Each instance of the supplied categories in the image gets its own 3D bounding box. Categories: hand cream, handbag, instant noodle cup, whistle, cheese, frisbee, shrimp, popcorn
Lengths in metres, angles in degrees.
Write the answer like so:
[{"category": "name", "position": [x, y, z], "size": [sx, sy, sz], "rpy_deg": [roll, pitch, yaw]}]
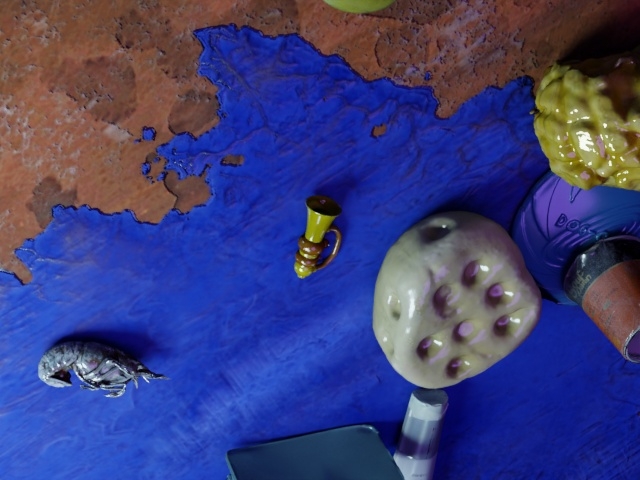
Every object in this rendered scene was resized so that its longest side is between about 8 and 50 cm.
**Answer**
[{"category": "hand cream", "position": [0.130, 0.319, 1.995], "size": [0.079, 0.048, 0.255], "rpy_deg": [2, 122, -16]}, {"category": "handbag", "position": [-0.007, 0.318, 1.879], "size": [0.221, 0.144, 0.057], "rpy_deg": [-6, 123, -19]}, {"category": "instant noodle cup", "position": [0.400, 0.081, 1.852], "size": [0.127, 0.135, 0.127], "rpy_deg": [-15, 137, -14]}, {"category": "whistle", "position": [-0.004, -0.004, 1.759], "size": [0.046, 0.057, 0.109], "rpy_deg": [26, 127, 15]}, {"category": "cheese", "position": [0.173, 0.074, 1.818], "size": [0.218, 0.117, 0.235], "rpy_deg": [16, 112, -30]}, {"category": "frisbee", "position": [0.366, -0.012, 1.886], "size": [0.242, 0.045, 0.242], "rpy_deg": [-9, 122, -15]}, {"category": "shrimp", "position": [-0.260, 0.160, 1.741], "size": [0.165, 0.056, 0.065], "rpy_deg": [17, 97, -18]}, {"category": "popcorn", "position": [0.375, -0.148, 1.696], "size": [0.250, 0.250, 0.190], "rpy_deg": [-13, 118, -13]}]

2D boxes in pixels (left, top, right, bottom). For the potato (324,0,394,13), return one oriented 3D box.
[{"category": "potato", "position": [0.034, -0.354, 1.509], "size": [0.160, 0.111, 0.271], "rpy_deg": [-21, 126, -10]}]
